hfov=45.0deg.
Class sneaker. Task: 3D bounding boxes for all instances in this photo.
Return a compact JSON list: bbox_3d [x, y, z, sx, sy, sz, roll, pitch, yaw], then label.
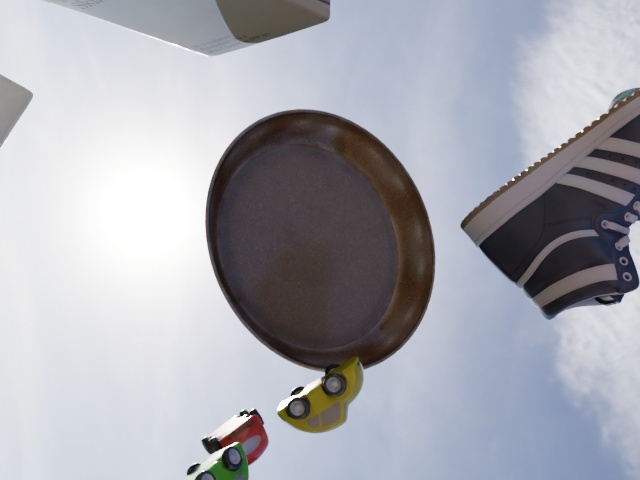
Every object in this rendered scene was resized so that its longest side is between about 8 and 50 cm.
[{"bbox_3d":[0.294,-0.038,0.751,0.153,0.282,0.099,55,1,15],"label":"sneaker"}]

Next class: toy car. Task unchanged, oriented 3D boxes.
[{"bbox_3d":[-0.073,0.214,0.757,0.239,0.225,0.053,-33,-90,34],"label":"toy car"}]

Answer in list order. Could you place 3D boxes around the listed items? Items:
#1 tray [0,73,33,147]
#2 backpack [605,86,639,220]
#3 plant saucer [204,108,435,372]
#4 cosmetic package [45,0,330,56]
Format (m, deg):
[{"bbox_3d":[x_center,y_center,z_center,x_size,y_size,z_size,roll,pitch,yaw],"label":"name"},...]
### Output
[{"bbox_3d":[-0.519,-0.131,1.042,0.030,0.145,0.270,-33,-148,56],"label":"tray"},{"bbox_3d":[0.440,-0.117,1.069,0.152,0.115,0.182,0,-50,20],"label":"backpack"},{"bbox_3d":[0.000,0.000,0.901,0.050,0.310,0.310,-23,-104,54],"label":"plant saucer"},{"bbox_3d":[-0.147,-0.245,0.591,0.160,0.309,0.113,-5,-96,41],"label":"cosmetic package"}]
